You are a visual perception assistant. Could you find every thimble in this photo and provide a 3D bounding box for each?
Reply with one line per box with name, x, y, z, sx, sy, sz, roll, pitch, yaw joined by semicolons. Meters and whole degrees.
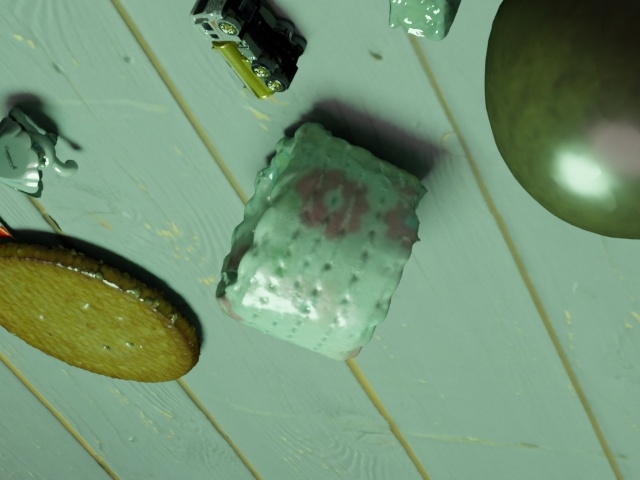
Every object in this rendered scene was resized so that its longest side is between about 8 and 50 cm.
thimble;0.000;0.000;1.570;0.149;0.185;0.211;23;116;-8

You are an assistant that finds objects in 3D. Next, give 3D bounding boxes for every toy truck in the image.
toy truck;-0.064;-0.174;1.439;0.063;0.052;0.123;3;148;38

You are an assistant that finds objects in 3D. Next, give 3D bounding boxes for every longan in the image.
longan;0.241;-0.114;1.188;0.248;0.248;0.248;15;150;9

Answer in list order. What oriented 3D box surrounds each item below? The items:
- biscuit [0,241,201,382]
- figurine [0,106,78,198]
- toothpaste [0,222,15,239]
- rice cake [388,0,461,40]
biscuit;-0.287;0.087;2.017;0.305;0.038;0.305;16;152;9
figurine;-0.301;-0.091;1.703;0.082;0.086;0.094;-22;89;31
toothpaste;-0.410;-0.052;1.874;0.048;0.031;0.190;2;148;24
rice cake;0.071;-0.273;1.179;0.063;0.066;0.336;14;149;13
